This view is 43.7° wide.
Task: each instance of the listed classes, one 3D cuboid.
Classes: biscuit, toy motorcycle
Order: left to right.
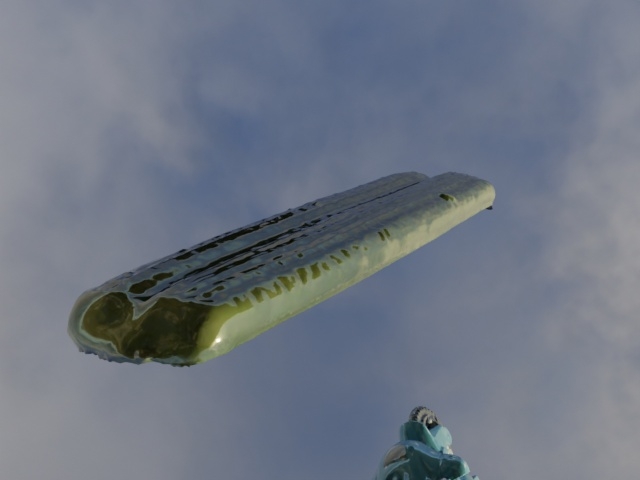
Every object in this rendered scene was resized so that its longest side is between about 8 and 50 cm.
[{"bbox_3d":[0.000,0.000,0.451,0.099,0.322,0.038,-1,-77,34],"label":"biscuit"},{"bbox_3d":[0.132,0.303,0.785,0.123,0.182,0.272,-29,-101,27],"label":"toy motorcycle"}]
